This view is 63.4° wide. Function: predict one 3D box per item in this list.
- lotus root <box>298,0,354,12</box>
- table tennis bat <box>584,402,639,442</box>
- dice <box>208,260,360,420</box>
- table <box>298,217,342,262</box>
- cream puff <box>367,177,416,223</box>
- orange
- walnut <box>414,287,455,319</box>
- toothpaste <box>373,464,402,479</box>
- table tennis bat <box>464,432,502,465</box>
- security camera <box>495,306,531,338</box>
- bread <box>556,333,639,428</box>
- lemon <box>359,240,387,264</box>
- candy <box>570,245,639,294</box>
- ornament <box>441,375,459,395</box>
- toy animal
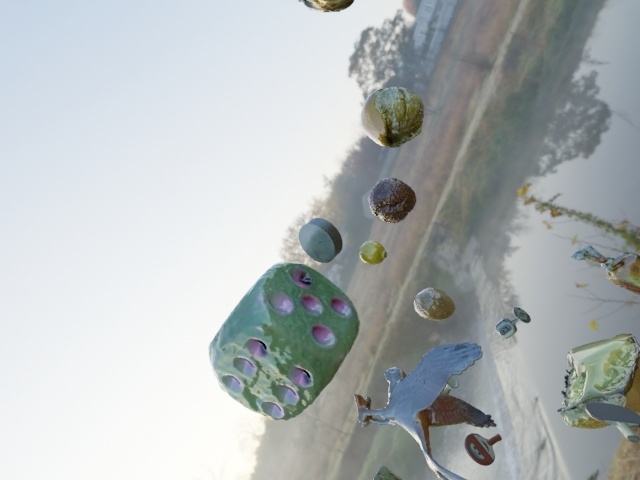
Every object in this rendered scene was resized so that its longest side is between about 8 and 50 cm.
[{"bbox_3d":[0.028,-0.661,1.348,0.120,0.209,0.120,5,-90,-73],"label":"lotus root"},{"bbox_3d":[0.513,0.309,0.894,0.156,0.087,0.013,-12,-73,-75],"label":"table tennis bat"},{"bbox_3d":[-0.103,0.277,1.453,0.322,0.318,0.330,-54,-2,35],"label":"dice"},{"bbox_3d":[0.000,0.000,1.541,0.043,0.133,0.133,-41,-25,-41],"label":"table"},{"bbox_3d":[0.214,-0.114,1.570,0.084,0.149,0.149,-51,-19,-59],"label":"cream puff"},{"bbox_3d":[0.175,-0.292,1.236,0.156,0.156,0.134,70,-170,-79],"label":"orange"},{"bbox_3d":[0.348,0.196,1.577,0.105,0.124,0.105,11,-90,-86],"label":"walnut"},{"bbox_3d":[0.193,0.660,1.440,0.048,0.029,0.197,-52,-39,-10],"label":"toothpaste"},{"bbox_3d":[0.484,0.607,1.530,0.154,0.098,0.019,-8,-43,-39],"label":"table tennis bat"},{"bbox_3d":[0.517,0.229,1.406,0.092,0.058,0.058,-59,-1,31],"label":"security camera"},{"bbox_3d":[0.687,0.340,1.216,0.204,0.162,0.262,-47,-2,43],"label":"bread"},{"bbox_3d":[0.136,0.032,1.332,0.062,0.083,0.062,-10,-78,-51],"label":"lemon"},{"bbox_3d":[0.417,0.048,0.668,0.046,0.182,0.053,-63,-16,-1],"label":"candy"},{"bbox_3d":[0.484,0.589,2.053,0.081,0.075,0.156,-11,-39,-32],"label":"ornament"},{"bbox_3d":[0.213,0.389,1.071,0.284,0.302,0.225,-66,-34,-49],"label":"toy animal"}]
